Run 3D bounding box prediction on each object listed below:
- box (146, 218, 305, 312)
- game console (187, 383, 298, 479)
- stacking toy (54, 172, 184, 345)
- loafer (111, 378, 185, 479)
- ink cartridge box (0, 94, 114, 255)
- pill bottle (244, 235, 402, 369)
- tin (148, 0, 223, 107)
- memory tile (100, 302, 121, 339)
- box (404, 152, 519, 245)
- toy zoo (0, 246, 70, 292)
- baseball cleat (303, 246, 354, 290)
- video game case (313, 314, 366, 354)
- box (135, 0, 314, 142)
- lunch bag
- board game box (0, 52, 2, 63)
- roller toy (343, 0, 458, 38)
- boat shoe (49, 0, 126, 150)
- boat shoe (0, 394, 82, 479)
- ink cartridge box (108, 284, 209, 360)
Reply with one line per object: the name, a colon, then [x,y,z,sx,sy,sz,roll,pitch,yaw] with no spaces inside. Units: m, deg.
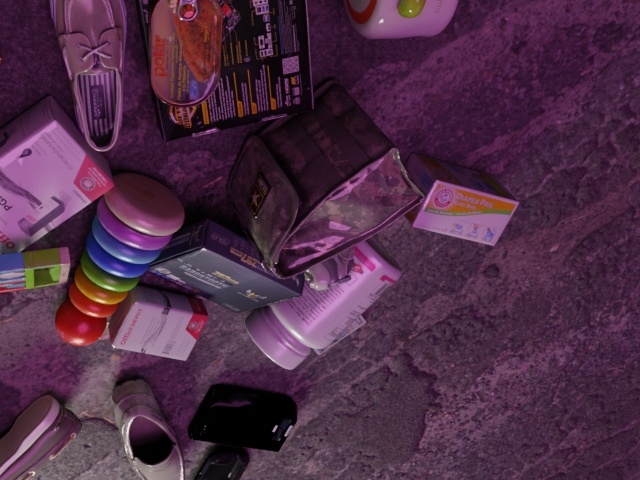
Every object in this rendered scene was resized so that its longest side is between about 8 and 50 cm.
box: [-0.170,0.051,1.661,0.183,0.059,0.232,-18,144,42]
game console: [-0.208,0.463,2.011,0.213,0.044,0.361,17,115,-30]
stacking toy: [-0.365,0.048,1.604,0.141,0.141,0.330,18,120,-32]
loafer: [-0.338,0.416,1.873,0.112,0.111,0.319,-22,129,-8]
ink cartridge box: [-0.460,-0.096,1.474,0.218,0.092,0.158,-33,130,4]
pill bottle: [0.001,0.101,1.769,0.283,0.160,0.160,-44,129,10]
tin: [-0.202,-0.289,1.389,0.106,0.040,0.190,-8,126,-23]
memory tile: [-0.338,0.152,1.753,0.148,0.012,0.113,18,114,-33]
box: [0.253,-0.077,1.785,0.203,0.114,0.103,12,117,-29]
toy zoo: [-0.554,0.061,1.502,0.293,0.030,0.192,-8,170,-18]
baseball cleat: [0.000,0.000,1.672,0.109,0.206,0.072,-15,148,-10]
video game case: [0.025,0.175,1.929,0.122,0.011,0.087,-35,130,2]
box: [-0.148,-0.329,1.456,0.257,0.079,0.322,-14,128,-12]
lunch bag: [-0.016,-0.094,1.575,0.287,0.235,0.169,-36,135,2]
board game box: [-0.559,-0.218,1.372,0.141,0.048,0.170,10,118,-30]
roller toy: [0.127,-0.411,1.447,0.146,0.209,0.191,-6,164,-20]
boat shoe: [-0.332,-0.277,1.399,0.109,0.094,0.302,-13,127,-15]
boat shoe: [-0.583,0.423,1.774,0.305,0.109,0.091,-43,124,4]
ink cartridge box: [-0.298,0.150,1.718,0.150,0.063,0.109,16,116,-31]
